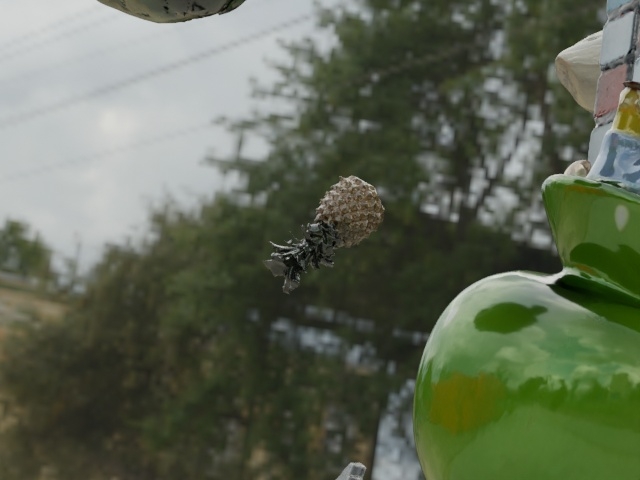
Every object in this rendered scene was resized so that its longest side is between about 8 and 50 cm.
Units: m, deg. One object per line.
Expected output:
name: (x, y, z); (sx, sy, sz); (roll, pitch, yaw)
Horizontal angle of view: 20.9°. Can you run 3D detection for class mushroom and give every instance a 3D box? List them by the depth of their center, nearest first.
mushroom: (0.321, -0.155, 1.614); (0.213, 0.088, 0.097); (2, -55, 24)

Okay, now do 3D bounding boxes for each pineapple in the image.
pineapple: (0.000, 0.000, 1.453); (0.058, 0.124, 0.058); (34, -30, 23)

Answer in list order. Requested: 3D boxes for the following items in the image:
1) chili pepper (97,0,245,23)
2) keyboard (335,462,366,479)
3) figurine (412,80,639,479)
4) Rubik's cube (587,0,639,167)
chili pepper: (-0.052, -0.209, 0.927); (0.261, 0.174, 0.165); (24, -29, 32)
keyboard: (-0.026, 0.265, 1.210); (0.016, 0.262, 0.106); (32, -48, -6)
figurine: (0.139, 0.049, 0.886); (0.143, 0.263, 0.162); (21, 1, -45)
Rubik's cube: (0.274, -0.097, 1.063); (0.154, 0.155, 0.151); (20, -22, -26)
